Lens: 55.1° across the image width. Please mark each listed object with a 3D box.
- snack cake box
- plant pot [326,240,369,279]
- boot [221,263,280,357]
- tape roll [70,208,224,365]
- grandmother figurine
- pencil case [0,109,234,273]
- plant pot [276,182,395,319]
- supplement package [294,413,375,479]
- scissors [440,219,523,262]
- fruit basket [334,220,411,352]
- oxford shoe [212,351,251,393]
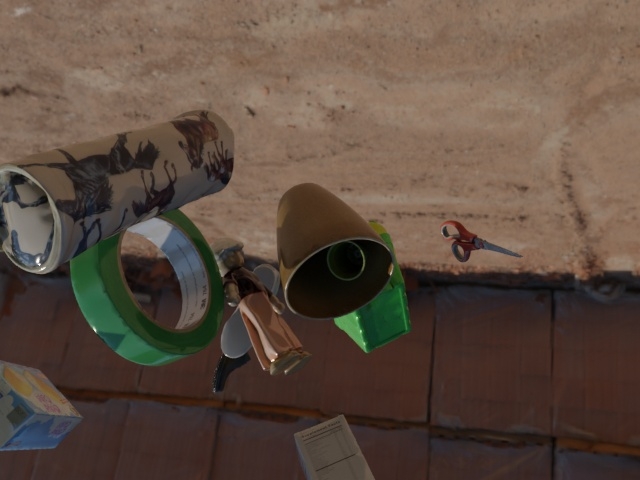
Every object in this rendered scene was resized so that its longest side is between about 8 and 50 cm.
[{"bbox_3d":[-0.584,0.323,1.197,0.152,0.089,0.264,41,165,9],"label":"snack cake box"},{"bbox_3d":[0.066,0.034,1.275,0.083,0.083,0.079,2,-171,23],"label":"plant pot"},{"bbox_3d":[-0.173,0.189,1.631,0.095,0.258,0.123,26,177,11],"label":"boot"},{"bbox_3d":[-0.315,0.071,1.157,0.077,0.321,0.321,-24,147,26],"label":"tape roll"},{"bbox_3d":[-0.152,0.131,1.344,0.104,0.342,0.208,-36,156,3],"label":"grandmother figurine"},{"bbox_3d":[-0.318,-0.091,0.977,0.183,0.160,0.410,-30,-177,39],"label":"pencil case"},{"bbox_3d":[0.000,0.000,1.317,0.237,0.254,0.237,-14,136,-14],"label":"plant pot"},{"bbox_3d":[0.044,0.567,1.454,0.139,0.244,0.134,-18,137,-13],"label":"supplement package"},{"bbox_3d":[0.346,-0.002,1.361,0.021,0.109,0.297,-24,-177,-12],"label":"scissors"},{"bbox_3d":[0.136,0.108,1.935,0.282,0.392,0.392,-26,162,-6],"label":"fruit basket"},{"bbox_3d":[-0.267,0.374,1.904,0.096,0.227,0.083,25,171,-10],"label":"oxford shoe"}]
